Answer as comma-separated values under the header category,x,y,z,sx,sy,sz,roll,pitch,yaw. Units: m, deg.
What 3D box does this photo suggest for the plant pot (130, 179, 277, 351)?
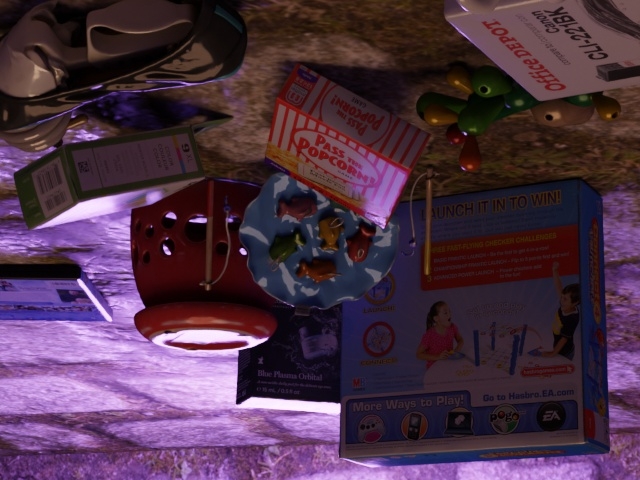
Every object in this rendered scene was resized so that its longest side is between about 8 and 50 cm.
category,x,y,z,sx,sy,sz,roll,pitch,yaw
plant pot,-0.130,0.035,2.035,0.191,0.174,0.191,-1,165,0

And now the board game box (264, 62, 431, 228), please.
category,x,y,z,sx,sy,sz,roll,pitch,yaw
board game box,0.023,-0.091,1.705,0.146,0.045,0.193,28,163,4

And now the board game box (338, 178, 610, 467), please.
category,x,y,z,sx,sy,sz,roll,pitch,yaw
board game box,0.175,0.101,2.001,0.308,0.302,0.086,-7,163,28

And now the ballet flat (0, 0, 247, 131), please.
category,x,y,z,sx,sy,sz,roll,pitch,yaw
ballet flat,-0.203,-0.169,1.495,0.280,0.095,0.096,-13,151,11

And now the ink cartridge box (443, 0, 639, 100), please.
category,x,y,z,sx,sy,sz,roll,pitch,yaw
ink cartridge box,0.247,-0.203,1.273,0.272,0.114,0.197,-7,162,27

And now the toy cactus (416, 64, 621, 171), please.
category,x,y,z,sx,sy,sz,roll,pitch,yaw
toy cactus,0.203,-0.127,1.600,0.219,0.112,0.180,-21,164,34

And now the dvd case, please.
category,x,y,z,sx,sy,sz,roll,pitch,yaw
dvd case,-0.408,0.077,2.466,0.180,0.022,0.253,1,164,4

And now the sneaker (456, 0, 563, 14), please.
category,x,y,z,sx,sy,sz,roll,pitch,yaw
sneaker,0.194,-0.235,1.103,0.114,0.152,0.305,16,157,-35

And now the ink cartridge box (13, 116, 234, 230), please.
category,x,y,z,sx,sy,sz,roll,pitch,yaw
ink cartridge box,-0.191,-0.069,1.743,0.209,0.062,0.109,-14,175,-39

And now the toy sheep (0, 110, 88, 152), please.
category,x,y,z,sx,sy,sz,roll,pitch,yaw
toy sheep,-0.273,-0.127,1.637,0.091,0.091,0.132,-5,145,20

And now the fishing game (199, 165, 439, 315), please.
category,x,y,z,sx,sy,sz,roll,pitch,yaw
fishing game,0.000,0.000,1.916,0.264,0.189,0.041,0,-154,-10

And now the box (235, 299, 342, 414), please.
category,x,y,z,sx,sy,sz,roll,pitch,yaw
box,-0.035,0.162,2.483,0.156,0.158,0.093,5,164,-15
